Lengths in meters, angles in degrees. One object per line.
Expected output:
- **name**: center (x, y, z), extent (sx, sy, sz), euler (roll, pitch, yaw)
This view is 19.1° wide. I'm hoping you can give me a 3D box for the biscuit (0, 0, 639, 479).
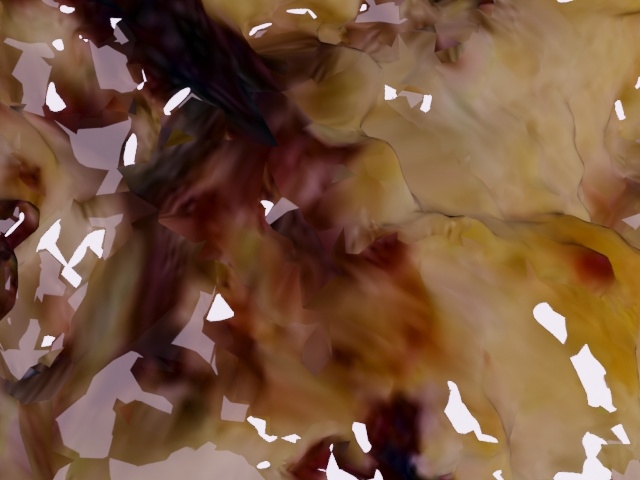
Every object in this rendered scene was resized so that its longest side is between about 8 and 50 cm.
- **biscuit**: center (-0.004, -0.002, 0.409), extent (0.289, 0.081, 0.334), euler (30, 63, -20)
